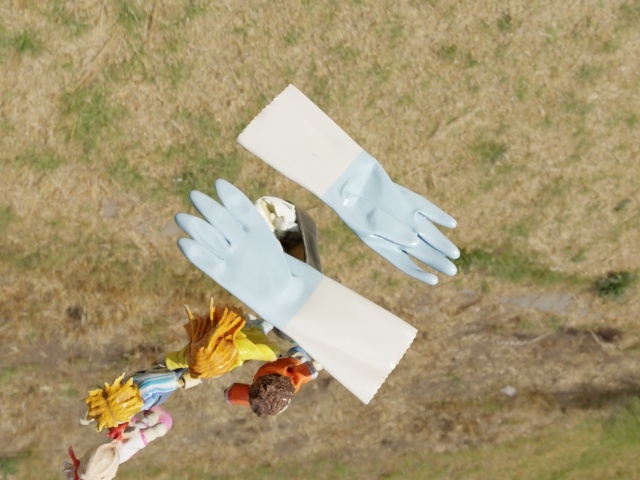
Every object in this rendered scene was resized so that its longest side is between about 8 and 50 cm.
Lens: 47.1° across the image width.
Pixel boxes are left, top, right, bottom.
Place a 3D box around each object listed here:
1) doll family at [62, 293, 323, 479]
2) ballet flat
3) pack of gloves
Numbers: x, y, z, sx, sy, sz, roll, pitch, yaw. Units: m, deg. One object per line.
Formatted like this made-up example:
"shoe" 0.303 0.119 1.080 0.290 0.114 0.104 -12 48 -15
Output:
"doll family" -0.132 0.126 0.666 0.263 0.118 0.163 -24 180 6
"ballet flat" -0.048 0.004 0.856 0.095 0.280 0.096 -31 122 3
"pack of gloves" 0.000 0.000 0.655 0.232 0.195 0.046 39 154 1
